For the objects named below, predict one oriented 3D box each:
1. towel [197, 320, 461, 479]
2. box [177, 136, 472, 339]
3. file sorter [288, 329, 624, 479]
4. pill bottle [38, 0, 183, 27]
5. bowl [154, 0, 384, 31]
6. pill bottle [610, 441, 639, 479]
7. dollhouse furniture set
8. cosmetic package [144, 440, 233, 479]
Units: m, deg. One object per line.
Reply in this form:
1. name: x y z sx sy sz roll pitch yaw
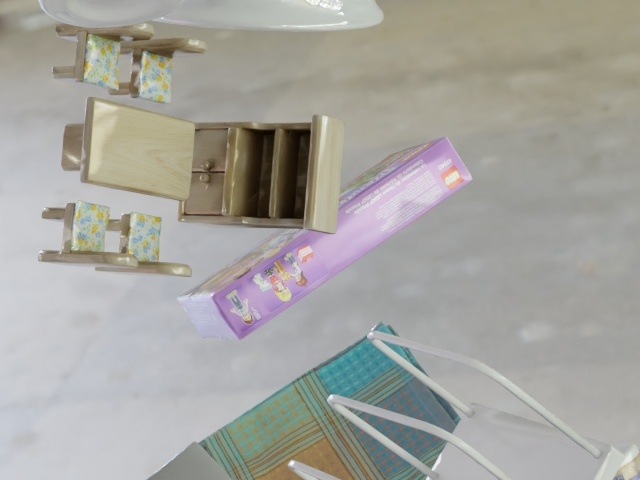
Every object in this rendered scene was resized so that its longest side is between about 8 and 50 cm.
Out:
1. towel: 0.004 0.291 2.494 0.370 0.040 0.271 -32 49 -7
2. box: 0.000 0.000 1.915 0.293 0.057 0.201 -34 6 -14
3. file sorter: 0.069 0.232 1.487 0.193 0.173 0.277 12 67 57
4. pill bottle: -0.135 -0.225 1.137 0.094 0.169 0.094 -7 -15 -2
5. bowl: -0.071 -0.318 2.060 0.298 0.134 0.298 3 14 -1
6. pill bottle: 0.272 0.244 1.628 0.067 0.120 0.067 -25 3 1
7. dollhouse furniture set: -0.113 -0.073 1.660 0.161 0.212 0.242 1 -5 35
8. cosmetic package: -0.077 0.320 1.763 0.107 0.127 0.238 -40 61 -19
